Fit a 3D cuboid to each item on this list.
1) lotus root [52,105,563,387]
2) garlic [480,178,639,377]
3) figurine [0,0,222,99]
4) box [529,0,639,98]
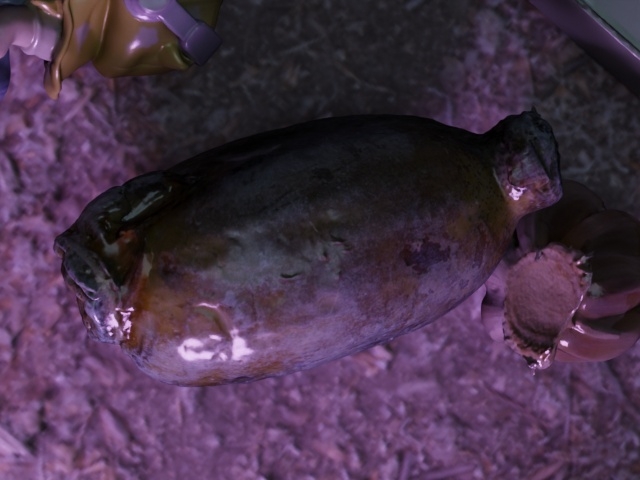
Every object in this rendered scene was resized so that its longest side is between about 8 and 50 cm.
[{"bbox_3d":[0.000,0.002,1.194,0.350,0.175,0.175,-15,97,-12],"label":"lotus root"},{"bbox_3d":[0.198,0.021,1.283,0.194,0.127,0.131,-11,117,-38],"label":"garlic"},{"bbox_3d":[-0.160,-0.160,1.173,0.184,0.128,0.208,40,93,-15],"label":"figurine"},{"bbox_3d":[0.232,-0.196,1.280,0.225,0.086,0.129,39,85,-13],"label":"box"}]
